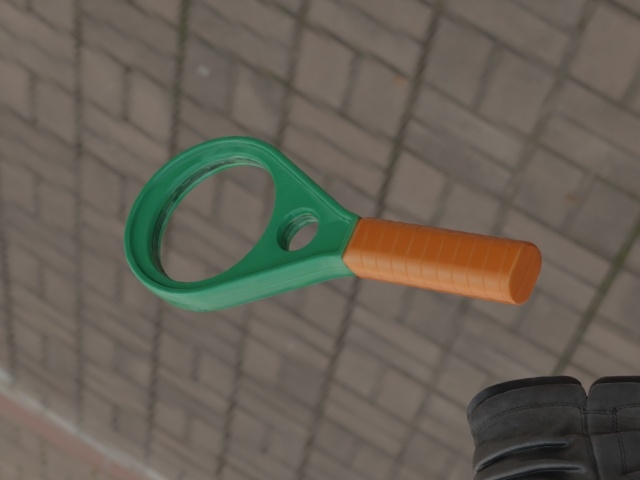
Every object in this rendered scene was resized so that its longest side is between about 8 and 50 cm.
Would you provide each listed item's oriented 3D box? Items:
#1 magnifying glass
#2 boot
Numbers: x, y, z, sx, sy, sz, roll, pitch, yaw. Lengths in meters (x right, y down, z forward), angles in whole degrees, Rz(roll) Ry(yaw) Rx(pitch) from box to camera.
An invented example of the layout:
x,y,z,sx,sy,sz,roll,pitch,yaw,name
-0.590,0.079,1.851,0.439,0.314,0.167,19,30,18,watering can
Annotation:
x,y,z,sx,sy,sz,roll,pitch,yaw,name
0.000,0.000,0.923,0.231,0.092,0.026,9,154,39,magnifying glass
0.251,0.185,1.276,0.338,0.222,0.118,9,137,8,boot
